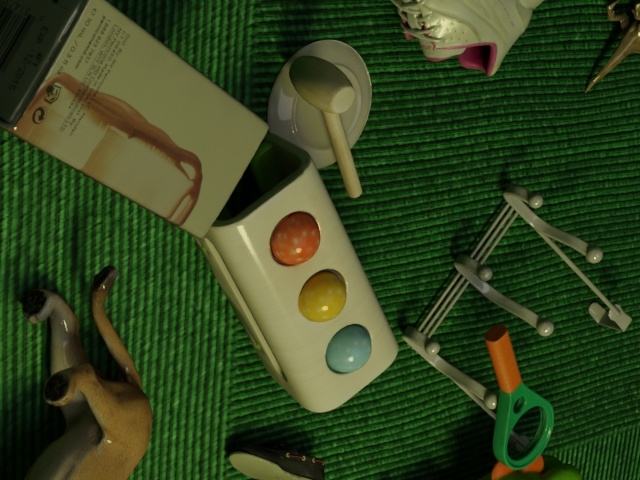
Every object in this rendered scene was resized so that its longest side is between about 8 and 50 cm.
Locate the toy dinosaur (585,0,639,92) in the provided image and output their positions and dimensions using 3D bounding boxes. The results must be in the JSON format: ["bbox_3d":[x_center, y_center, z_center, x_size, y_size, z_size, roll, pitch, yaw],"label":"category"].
[{"bbox_3d":[0.389,-0.263,1.806,0.183,0.053,0.093,-46,132,-17],"label":"toy dinosaur"}]

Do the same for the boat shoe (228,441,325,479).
[{"bbox_3d":[-0.049,0.249,1.645,0.133,0.049,0.042,26,57,-35],"label":"boat shoe"}]

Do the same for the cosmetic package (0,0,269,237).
[{"bbox_3d":[-0.191,-0.123,1.245,0.129,0.153,0.296,-60,149,-1],"label":"cosmetic package"}]

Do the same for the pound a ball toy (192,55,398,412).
[{"bbox_3d":[0.000,0.000,1.506,0.208,0.136,0.319,-37,129,-16],"label":"pound a ball toy"}]

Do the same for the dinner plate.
[{"bbox_3d":[0.004,-0.141,1.549,0.141,0.017,0.141,-17,117,-37],"label":"dinner plate"}]

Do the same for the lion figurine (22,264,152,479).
[{"bbox_3d":[-0.245,0.237,1.406,0.392,0.142,0.240,-58,141,-12],"label":"lion figurine"}]

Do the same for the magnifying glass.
[{"bbox_3d":[0.227,0.184,1.723,0.092,0.026,0.231,-41,137,-21],"label":"magnifying glass"}]

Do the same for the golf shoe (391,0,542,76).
[{"bbox_3d":[0.120,-0.264,1.536,0.306,0.115,0.140,17,99,-42],"label":"golf shoe"}]

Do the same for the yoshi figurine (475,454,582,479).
[{"bbox_3d":[0.191,0.415,1.808,0.362,0.203,0.203,-31,153,-21],"label":"yoshi figurine"}]

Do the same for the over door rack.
[{"bbox_3d":[0.265,0.114,1.815,0.239,0.108,0.324,-53,133,-10],"label":"over door rack"}]
